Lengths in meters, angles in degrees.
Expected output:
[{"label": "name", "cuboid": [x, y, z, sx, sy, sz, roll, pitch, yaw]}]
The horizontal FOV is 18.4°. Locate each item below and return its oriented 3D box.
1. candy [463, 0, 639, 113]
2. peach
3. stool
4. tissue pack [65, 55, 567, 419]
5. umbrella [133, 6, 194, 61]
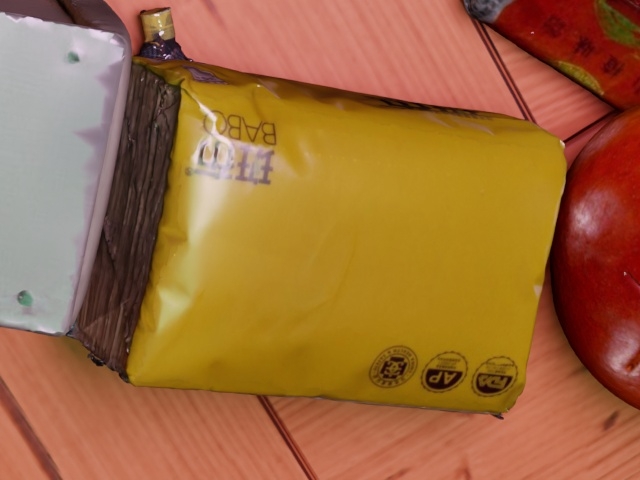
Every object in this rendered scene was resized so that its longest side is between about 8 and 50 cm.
[{"label": "candy", "cuboid": [0.176, -0.144, 1.280, 0.292, 0.059, 0.086, 31, 116, -17]}, {"label": "peach", "cuboid": [0.247, 0.007, 1.251, 0.189, 0.196, 0.226, -13, 143, -21]}, {"label": "stool", "cuboid": [-0.258, -0.075, 1.116, 0.269, 0.243, 0.170, 9, 101, -14]}, {"label": "tissue pack", "cuboid": [0.000, 0.000, 1.221, 0.270, 0.134, 0.192, 6, 101, -27]}, {"label": "umbrella", "cuboid": [-0.092, -0.076, 1.255, 0.037, 0.040, 0.144, -18, 108, -27]}]
